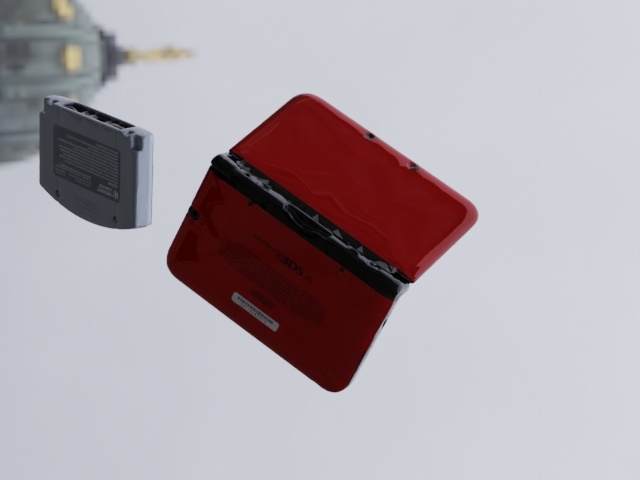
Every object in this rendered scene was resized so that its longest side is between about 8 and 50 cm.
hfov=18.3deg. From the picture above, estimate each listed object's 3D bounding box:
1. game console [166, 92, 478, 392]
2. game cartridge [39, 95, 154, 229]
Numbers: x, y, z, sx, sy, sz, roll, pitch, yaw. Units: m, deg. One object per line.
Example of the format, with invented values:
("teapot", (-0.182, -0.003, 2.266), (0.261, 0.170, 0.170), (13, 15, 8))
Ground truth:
("game console", (0.000, 0.000, 1.208), (0.144, 0.085, 0.124), (36, -66, 19))
("game cartridge", (-0.112, -0.037, 0.997), (0.083, 0.017, 0.056), (24, -65, 43))
